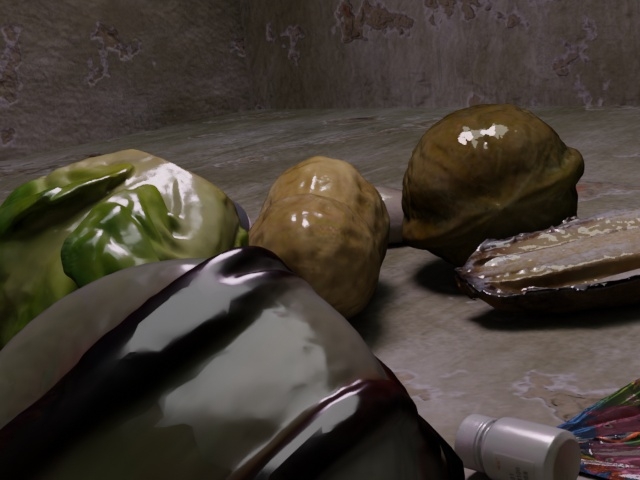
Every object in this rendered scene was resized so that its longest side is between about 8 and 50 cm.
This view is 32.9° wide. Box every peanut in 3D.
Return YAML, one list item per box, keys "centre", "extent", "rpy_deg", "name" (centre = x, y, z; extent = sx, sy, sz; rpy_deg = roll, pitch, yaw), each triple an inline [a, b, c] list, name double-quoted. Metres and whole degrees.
- centre: [0.000, 0.000, 1.317]
  extent: [0.169, 0.192, 0.387]
  rpy_deg: [11, 12, 1]
  name: "peanut"

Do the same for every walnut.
- centre: [0.221, -0.067, 1.440]
  extent: [0.283, 0.227, 0.283]
  rpy_deg: [-24, 10, 5]
  name: "walnut"

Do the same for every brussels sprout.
- centre: [-0.200, 0.047, 1.007]
  extent: [0.259, 0.227, 0.294]
  rpy_deg: [21, 68, 33]
  name: "brussels sprout"

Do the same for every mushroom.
- centre: [0.120, -0.037, 1.670]
  extent: [0.212, 0.088, 0.097]
  rpy_deg: [3, 23, 9]
  name: "mushroom"

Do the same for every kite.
- centre: [0.270, 0.162, 0.884]
  extent: [0.234, 0.016, 0.321]
  rpy_deg: [-5, 13, 1]
  name: "kite"

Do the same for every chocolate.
- centre: [-0.057, 0.123, 0.554]
  extent: [0.284, 0.186, 0.283]
  rpy_deg: [-2, 50, 3]
  name: "chocolate"

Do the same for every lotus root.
- centre: [0.323, 0.039, 1.273]
  extent: [0.329, 0.078, 0.167]
  rpy_deg: [-11, 27, -5]
  name: "lotus root"

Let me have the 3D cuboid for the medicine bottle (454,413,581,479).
- centre: [0.152, 0.164, 0.838]
  extent: [0.089, 0.052, 0.052]
  rpy_deg: [7, 18, 43]
  name: "medicine bottle"

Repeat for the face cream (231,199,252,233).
- centre: [-0.137, -0.004, 1.412]
  extent: [0.092, 0.092, 0.311]
  rpy_deg: [-8, -7, -10]
  name: "face cream"
